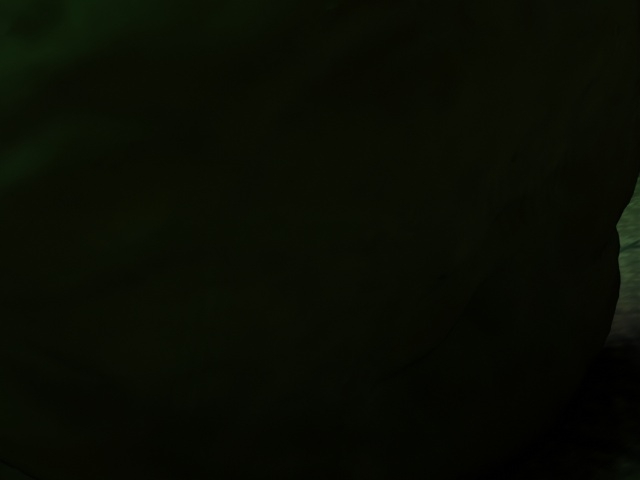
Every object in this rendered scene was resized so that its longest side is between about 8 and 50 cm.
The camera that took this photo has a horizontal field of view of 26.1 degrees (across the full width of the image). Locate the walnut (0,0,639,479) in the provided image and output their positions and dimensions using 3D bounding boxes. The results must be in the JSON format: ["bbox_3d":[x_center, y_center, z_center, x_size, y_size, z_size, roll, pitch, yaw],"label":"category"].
[{"bbox_3d":[-0.044,-0.047,0.541,0.381,0.381,0.381,-26,7,3],"label":"walnut"}]
